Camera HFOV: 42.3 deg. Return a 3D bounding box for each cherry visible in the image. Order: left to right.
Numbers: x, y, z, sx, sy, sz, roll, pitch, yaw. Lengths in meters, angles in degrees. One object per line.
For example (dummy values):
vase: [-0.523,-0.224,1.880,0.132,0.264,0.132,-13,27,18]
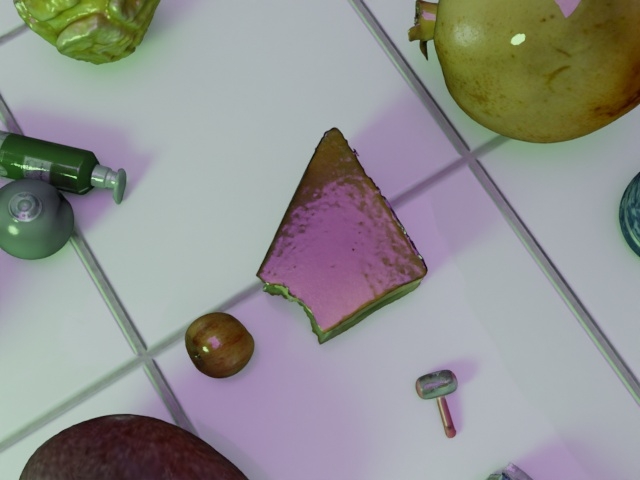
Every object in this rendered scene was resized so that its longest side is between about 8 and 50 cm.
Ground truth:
cherry: [-0.202,0.319,0.902,0.307,0.221,0.261,-3,83,-13]

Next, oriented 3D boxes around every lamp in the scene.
lamp: [-0.366,-0.027,1.048,0.105,0.105,0.105,0,76,1]

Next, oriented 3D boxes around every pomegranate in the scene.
pomegranate: [0.265,-0.272,1.010,0.319,0.319,0.319,0,76,1]

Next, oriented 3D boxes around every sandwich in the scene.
sandwich: [0.000,0.000,1.031,0.186,0.108,0.220,-29,79,-7]

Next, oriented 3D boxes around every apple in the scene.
apple: [-0.123,0.128,1.018,0.071,0.084,0.084,-32,76,-33]

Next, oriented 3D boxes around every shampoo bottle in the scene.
shampoo bottle: [-0.356,-0.097,1.090,0.204,0.065,0.065,13,76,4]

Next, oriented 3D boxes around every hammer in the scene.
hammer: [0.150,0.203,1.021,0.052,0.031,0.083,-15,86,0]

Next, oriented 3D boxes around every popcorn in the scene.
popcorn: [-0.303,-0.325,1.079,0.185,0.187,0.167,41,97,-17]

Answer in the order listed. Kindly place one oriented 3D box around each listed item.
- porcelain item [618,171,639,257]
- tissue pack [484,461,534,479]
porcelain item: [0.455,-0.040,1.031,0.147,0.114,0.147,-1,76,3]
tissue pack: [0.237,0.320,0.958,0.111,0.085,0.079,42,79,11]
